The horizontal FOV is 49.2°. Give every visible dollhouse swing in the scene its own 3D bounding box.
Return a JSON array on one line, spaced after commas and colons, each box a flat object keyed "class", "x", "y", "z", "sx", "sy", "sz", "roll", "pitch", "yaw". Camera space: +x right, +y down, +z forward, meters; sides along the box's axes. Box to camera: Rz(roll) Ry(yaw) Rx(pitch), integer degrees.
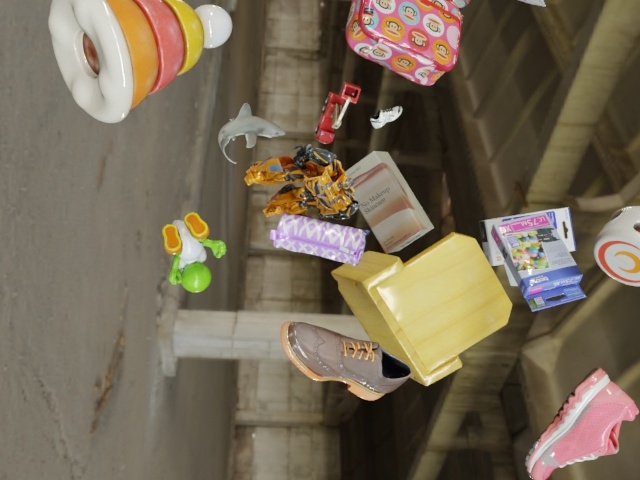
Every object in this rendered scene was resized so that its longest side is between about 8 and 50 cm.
[{"class": "dollhouse swing", "x": 0.278, "y": 0.153, "z": 1.907, "sx": 0.346, "sy": 0.305, "sz": 0.315, "roll": 57, "pitch": -15, "yaw": -16}]

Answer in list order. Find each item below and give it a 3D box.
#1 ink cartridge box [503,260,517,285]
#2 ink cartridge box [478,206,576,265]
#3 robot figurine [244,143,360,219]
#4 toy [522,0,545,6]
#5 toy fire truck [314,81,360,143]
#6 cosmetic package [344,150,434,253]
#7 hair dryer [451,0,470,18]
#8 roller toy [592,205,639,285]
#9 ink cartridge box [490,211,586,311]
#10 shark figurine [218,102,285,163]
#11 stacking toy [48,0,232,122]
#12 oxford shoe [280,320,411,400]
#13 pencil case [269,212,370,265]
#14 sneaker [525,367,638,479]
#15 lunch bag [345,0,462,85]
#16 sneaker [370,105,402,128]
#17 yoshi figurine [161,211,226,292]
[{"class": "ink cartridge box", "x": 0.746, "y": 0.075, "z": 2.427, "sx": 0.128, "sy": 0.176, "sz": 0.127, "roll": -62, "pitch": 139, "yaw": -38}, {"class": "ink cartridge box", "x": 0.794, "y": -0.017, "z": 2.678, "sx": 0.069, "sy": 0.371, "sz": 0.175, "roll": 169, "pitch": -88, "yaw": -76}, {"class": "robot figurine", "x": -0.041, "y": -0.124, "z": 1.659, "sx": 0.085, "sy": 0.291, "sz": 0.211, "roll": -49, "pitch": 122, "yaw": -32}, {"class": "toy", "x": 0.495, "y": -0.707, "z": 1.853, "sx": 0.237, "sy": 0.137, "sz": 0.056, "roll": 34, "pitch": -94, "yaw": 44}, {"class": "toy fire truck", "x": 0.043, "y": -0.350, "z": 1.934, "sx": 0.135, "sy": 0.047, "sz": 0.192, "roll": -116, "pitch": -136, "yaw": -63}, {"class": "cosmetic package", "x": 0.211, "y": -0.123, "z": 2.230, "sx": 0.296, "sy": 0.153, "sz": 0.129, "roll": 59, "pitch": 24, "yaw": 11}, {"class": "hair dryer", "x": 0.446, "y": -0.808, "z": 2.325, "sx": 0.223, "sy": 0.080, "sz": 0.293, "roll": -94, "pitch": -156, "yaw": -64}, {"class": "roller toy", "x": 0.846, "y": 0.011, "z": 1.864, "sx": 0.209, "sy": 0.146, "sz": 0.191, "roll": 7, "pitch": -47, "yaw": 49}, {"class": "ink cartridge box", "x": 0.678, "y": 0.060, "z": 2.174, "sx": 0.065, "sy": 0.186, "sz": 0.311, "roll": 87, "pitch": -12, "yaw": -55}, {"class": "shark figurine", "x": -0.236, "y": -0.339, "z": 2.046, "sx": 0.278, "sy": 0.166, "sz": 0.116, "roll": -35, "pitch": 152, "yaw": -50}, {"class": "stacking toy", "x": -0.423, "y": -0.532, "z": 1.840, "sx": 0.351, "sy": 0.480, "sz": 0.350, "roll": 29, "pitch": -48, "yaw": 38}, {"class": "oxford shoe", "x": 0.062, "y": 0.255, "z": 1.596, "sx": 0.133, "sy": 0.364, "sz": 0.130, "roll": -30, "pitch": -133, "yaw": 32}, {"class": "pencil case", "x": 0.000, "y": 0.000, "z": 1.526, "sx": 0.088, "sy": 0.206, "sz": 0.086, "roll": -59, "pitch": 158, "yaw": -61}, {"class": "sneaker", "x": 0.542, "y": 0.419, "z": 1.462, "sx": 0.116, "sy": 0.136, "sz": 0.313, "roll": -18, "pitch": 138, "yaw": -48}, {"class": "lunch bag", "x": 0.219, "y": -0.562, "z": 1.790, "sx": 0.120, "sy": 0.293, "sz": 0.258, "roll": -32, "pitch": -138, "yaw": 60}, {"class": "sneaker", "x": 0.160, "y": -0.309, "z": 1.717, "sx": 0.037, "sy": 0.083, "sz": 0.032, "roll": 50, "pitch": 14, "yaw": -36}, {"class": "yoshi figurine", "x": -0.446, "y": 0.067, "z": 2.445, "sx": 0.362, "sy": 0.204, "sz": 0.203, "roll": 100, "pitch": 6, "yaw": -65}]
